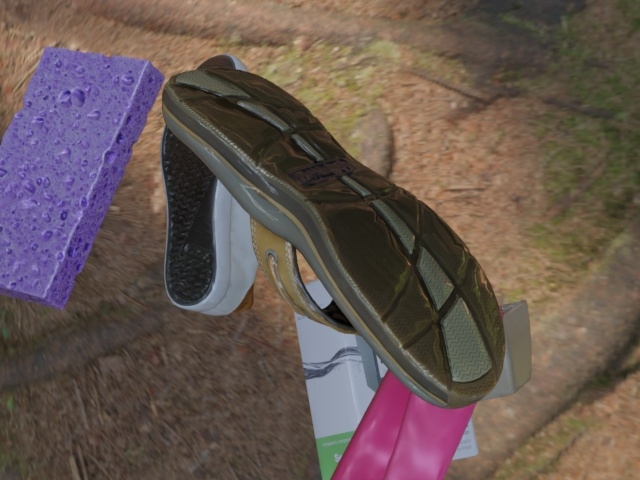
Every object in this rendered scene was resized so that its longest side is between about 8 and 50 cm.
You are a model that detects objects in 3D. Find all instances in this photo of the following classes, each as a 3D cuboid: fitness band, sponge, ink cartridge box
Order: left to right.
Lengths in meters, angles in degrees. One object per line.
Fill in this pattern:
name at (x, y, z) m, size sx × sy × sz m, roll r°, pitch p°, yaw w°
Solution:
sponge at (-0.214, -0.054, 0.987) m, size 0.031 × 0.117 × 0.210 m, roll 42°, pitch 65°, yaw -55°
ink cartridge box at (0.087, 0.180, 1.696) m, size 0.198 × 0.115 × 0.273 m, roll -3°, pitch 79°, yaw -35°
fitness band at (0.047, 0.139, 0.804) m, size 0.054 × 0.291 × 0.209 m, roll 28°, pitch 67°, yaw 3°

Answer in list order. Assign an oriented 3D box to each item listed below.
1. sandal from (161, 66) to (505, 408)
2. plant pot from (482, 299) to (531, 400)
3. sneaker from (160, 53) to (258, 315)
sandal at (0.000, 0.000, 0.463) m, size 0.072 × 0.180 × 0.049 m, roll -15°, pitch 140°, yaw -47°
plant pot at (0.199, 0.139, 1.484) m, size 0.109 × 0.109 × 0.096 m, roll -17°, pitch 91°, yaw 27°
sneaker at (-0.108, -0.058, 1.370) m, size 0.123 × 0.106 × 0.290 m, roll 22°, pitch 70°, yaw -57°
